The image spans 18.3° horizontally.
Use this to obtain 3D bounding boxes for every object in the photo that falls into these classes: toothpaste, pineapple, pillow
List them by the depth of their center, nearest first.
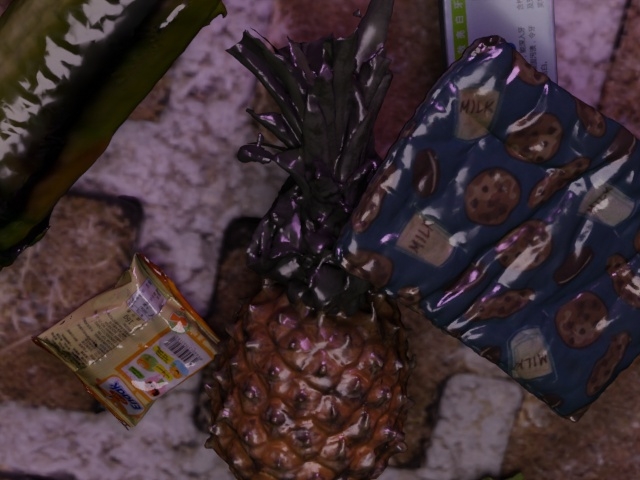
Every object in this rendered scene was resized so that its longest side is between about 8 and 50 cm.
[{"bbox_3d":[0.146,-0.004,1.357,0.255,0.034,0.189,35,96,-25],"label":"pillow"},{"bbox_3d":[0.123,-0.142,1.405,0.081,0.067,0.337,-6,113,0],"label":"toothpaste"},{"bbox_3d":[0.003,0.000,1.411,0.165,0.165,0.365,3,110,-4],"label":"pineapple"}]

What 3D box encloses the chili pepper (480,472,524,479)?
[{"bbox_3d":[0.058,0.211,1.561,0.208,0.043,0.049,-2,125,-1],"label":"chili pepper"}]

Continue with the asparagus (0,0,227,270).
[{"bbox_3d":[-0.152,-0.148,1.370,0.128,0.108,0.382,37,105,-15],"label":"asparagus"}]

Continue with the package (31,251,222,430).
[{"bbox_3d":[-0.141,0.077,1.504,0.120,0.031,0.108,-37,108,18],"label":"package"}]
